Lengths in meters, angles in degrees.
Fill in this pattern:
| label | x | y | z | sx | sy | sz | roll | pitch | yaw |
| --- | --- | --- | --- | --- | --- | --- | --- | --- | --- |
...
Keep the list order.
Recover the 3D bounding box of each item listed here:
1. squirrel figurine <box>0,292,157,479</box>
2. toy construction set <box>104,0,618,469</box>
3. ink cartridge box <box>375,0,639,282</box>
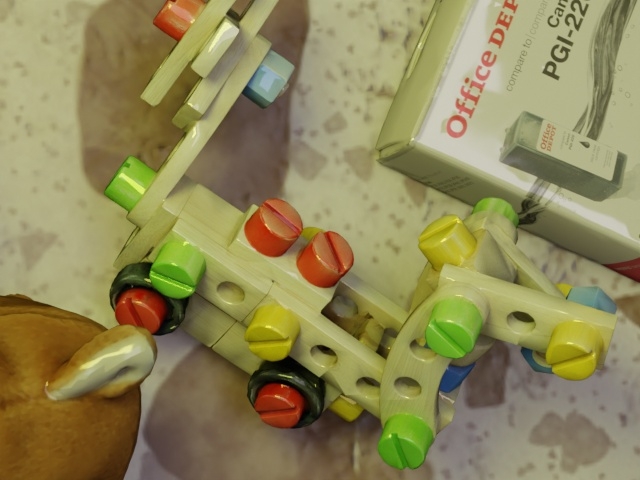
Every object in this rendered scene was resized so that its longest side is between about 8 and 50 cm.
| label | x | y | z | sx | sy | sz | roll | pitch | yaw |
| --- | --- | --- | --- | --- | --- | --- | --- | --- | --- |
| squirrel figurine | -0.279 | 0.063 | 1.030 | 0.370 | 0.281 | 0.397 | -13 | 96 | -26 |
| toy construction set | 0.000 | 0.000 | 1.143 | 0.328 | 0.215 | 0.151 | 45 | 43 | 2 |
| ink cartridge box | 0.166 | -0.083 | 1.244 | 0.218 | 0.092 | 0.158 | 24 | 81 | -9 |
